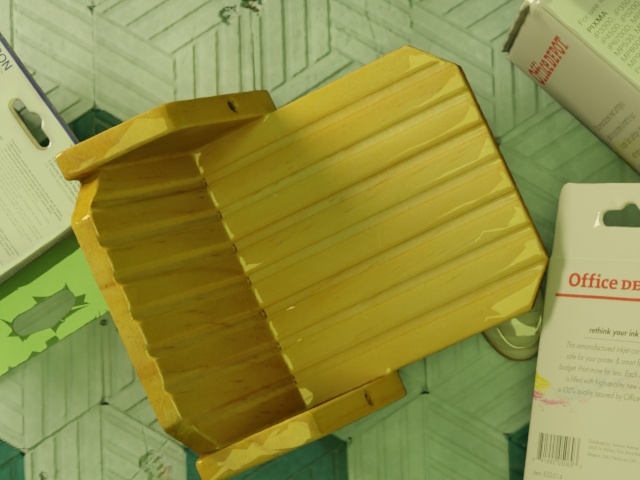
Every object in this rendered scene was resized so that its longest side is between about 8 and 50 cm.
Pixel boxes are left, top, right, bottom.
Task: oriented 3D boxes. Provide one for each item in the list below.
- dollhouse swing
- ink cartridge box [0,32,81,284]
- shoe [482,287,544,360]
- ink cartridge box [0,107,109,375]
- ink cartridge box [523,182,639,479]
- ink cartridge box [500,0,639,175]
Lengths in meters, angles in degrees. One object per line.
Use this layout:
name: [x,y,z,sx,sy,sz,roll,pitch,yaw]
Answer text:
dollhouse swing: [0.000,0.000,1.766,0.305,0.315,0.346,-26,85,28]
ink cartridge box: [-0.355,-0.067,1.845,0.224,0.045,0.223,-35,85,-4]
shoe: [0.179,0.018,1.879,0.077,0.058,0.219,-15,86,0]
ink cartridge box: [-0.331,0.001,1.890,0.171,0.056,0.235,-31,84,-2]
ink cartridge box: [0.320,0.125,1.789,0.119,0.207,0.353,10,86,-39]
ink cartridge box: [0.378,-0.137,1.777,0.385,0.279,0.160,41,87,3]
